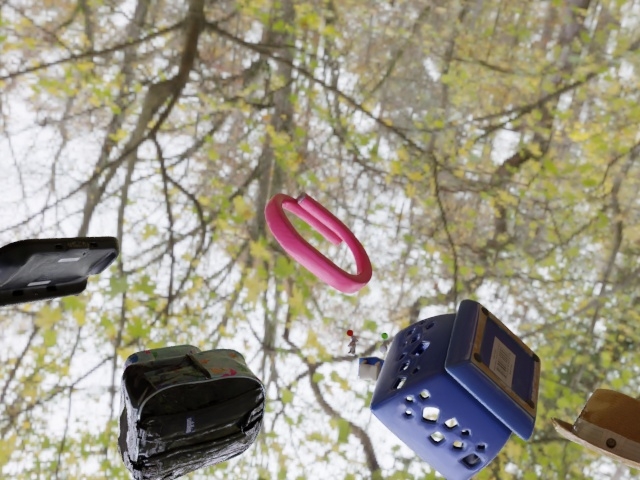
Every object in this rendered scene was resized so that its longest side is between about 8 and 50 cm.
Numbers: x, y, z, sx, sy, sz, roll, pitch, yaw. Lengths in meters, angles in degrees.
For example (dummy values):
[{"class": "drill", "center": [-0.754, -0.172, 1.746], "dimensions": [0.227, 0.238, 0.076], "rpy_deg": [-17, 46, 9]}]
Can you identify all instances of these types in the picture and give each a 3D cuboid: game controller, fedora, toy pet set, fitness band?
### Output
[{"class": "game controller", "center": [-0.453, 0.048, 1.325], "dimensions": [0.067, 0.166, 0.319], "rpy_deg": [49, -166, 10]}, {"class": "fedora", "center": [0.390, 0.238, 1.027], "dimensions": [0.194, 0.079, 0.194], "rpy_deg": [21, 177, 1]}, {"class": "toy pet set", "center": [0.121, 0.244, 1.763], "dimensions": [0.122, 0.114, 0.065], "rpy_deg": [5, -172, 18]}, {"class": "fitness band", "center": [0.000, 0.000, 1.819], "dimensions": [0.291, 0.054, 0.209], "rpy_deg": [37, -154, -21]}]

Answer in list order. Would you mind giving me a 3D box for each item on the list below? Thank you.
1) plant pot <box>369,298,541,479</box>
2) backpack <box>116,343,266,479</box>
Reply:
[{"class": "plant pot", "center": [0.261, 0.261, 1.489], "dimensions": [0.236, 0.212, 0.236], "rpy_deg": [43, -145, -11]}, {"class": "backpack", "center": [-0.231, 0.299, 1.458], "dimensions": [0.254, 0.225, 0.191], "rpy_deg": [-6, -150, -27]}]
